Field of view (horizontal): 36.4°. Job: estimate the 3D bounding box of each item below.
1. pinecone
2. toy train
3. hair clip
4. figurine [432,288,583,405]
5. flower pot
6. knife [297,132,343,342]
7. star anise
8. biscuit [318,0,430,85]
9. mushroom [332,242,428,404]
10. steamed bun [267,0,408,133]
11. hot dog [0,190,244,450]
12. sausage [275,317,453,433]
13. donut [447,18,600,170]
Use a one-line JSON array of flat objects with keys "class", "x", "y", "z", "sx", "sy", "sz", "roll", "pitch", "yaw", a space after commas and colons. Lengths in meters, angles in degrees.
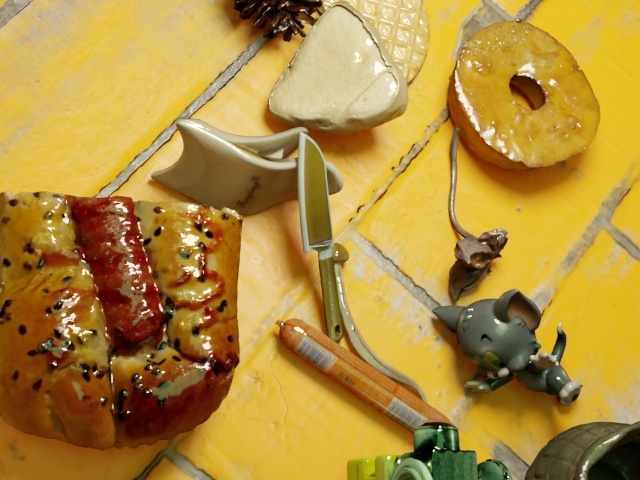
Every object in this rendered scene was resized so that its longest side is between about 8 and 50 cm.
[{"class": "pinecone", "x": -0.070, "y": -0.411, "z": 1.625, "sx": 0.163, "sy": 0.163, "sz": 0.165, "roll": -20, "pitch": 82, "yaw": -19}, {"class": "toy train", "x": 0.140, "y": 0.484, "z": 1.363, "sx": 0.179, "sy": 0.272, "sz": 0.442, "roll": 8, "pitch": 71, "yaw": -26}, {"class": "hair clip", "x": -0.105, "y": -0.112, "z": 1.539, "sx": 0.282, "sy": 0.172, "sz": 0.113, "roll": -8, "pitch": 67, "yaw": -30}, {"class": "figurine", "x": 0.331, "y": 0.178, "z": 1.557, "sx": 0.265, "sy": 0.193, "sz": 0.140, "roll": 19, "pitch": 69, "yaw": -21}, {"class": "flower pot", "x": 0.465, "y": 0.429, "z": 1.493, "sx": 0.302, "sy": 0.213, "sz": 0.301, "roll": 4, "pitch": 73, "yaw": -13}, {"class": "knife", "x": -0.001, "y": 0.000, "z": 1.513, "sx": 0.061, "sy": 0.027, "sz": 0.343, "roll": -17, "pitch": 107, "yaw": -40}, {"class": "star anise", "x": 0.226, "y": -0.047, "z": 1.637, "sx": 0.218, "sy": 0.148, "sz": 0.227, "roll": -49, "pitch": 59, "yaw": 11}, {"class": "biscuit", "x": 0.094, "y": -0.398, "z": 1.726, "sx": 0.205, "sy": 0.040, "sz": 0.309, "roll": -17, "pitch": 79, "yaw": -18}, {"class": "mushroom", "x": 0.078, "y": 0.146, "z": 1.571, "sx": 0.068, "sy": 0.043, "sz": 0.306, "roll": -27, "pitch": 84, "yaw": 1}, {"class": "steamed bun", "x": 0.047, "y": -0.252, "z": 1.612, "sx": 0.212, "sy": 0.110, "sz": 0.231, "roll": 38, "pitch": 95, "yaw": 23}, {"class": "hot dog", "x": -0.296, "y": 0.116, "z": 1.404, "sx": 0.367, "sy": 0.196, "sz": 0.365, "roll": 2, "pitch": 78, "yaw": -11}, {"class": "sausage", "x": 0.074, "y": 0.225, "z": 1.535, "sx": 0.348, "sy": 0.053, "sz": 0.053, "roll": 34, "pitch": 69, "yaw": -3}, {"class": "donut", "x": 0.347, "y": -0.244, "z": 1.710, "sx": 0.278, "sy": 0.108, "sz": 0.277, "roll": 4, "pitch": 73, "yaw": -13}]
